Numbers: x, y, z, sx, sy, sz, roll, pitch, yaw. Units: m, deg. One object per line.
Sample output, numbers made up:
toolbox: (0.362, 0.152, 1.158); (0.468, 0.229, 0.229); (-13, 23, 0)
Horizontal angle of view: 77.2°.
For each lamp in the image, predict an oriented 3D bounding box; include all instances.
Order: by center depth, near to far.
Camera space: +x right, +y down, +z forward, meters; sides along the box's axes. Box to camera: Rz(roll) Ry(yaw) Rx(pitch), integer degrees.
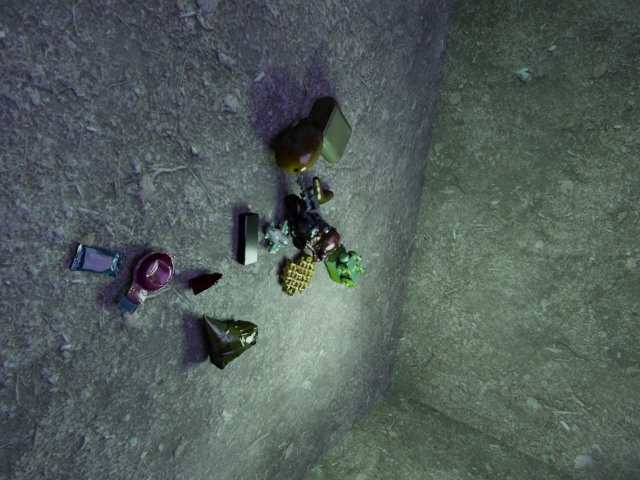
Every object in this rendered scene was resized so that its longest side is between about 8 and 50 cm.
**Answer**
lamp: (0.009, -0.005, 2.099); (0.215, 0.151, 0.223); (47, 42, -21)

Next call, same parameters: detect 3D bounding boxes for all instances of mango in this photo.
mango: (-0.085, -0.422, 1.764); (0.146, 0.193, 0.316); (93, 17, -57)

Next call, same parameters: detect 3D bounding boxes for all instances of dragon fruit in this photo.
dragon fruit: (-0.448, 0.172, 1.598); (0.131, 0.097, 0.063); (-49, 148, -64)

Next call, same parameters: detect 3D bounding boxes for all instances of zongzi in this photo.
zongzi: (-0.385, 0.376, 1.733); (0.251, 0.125, 0.274); (-32, 123, -45)

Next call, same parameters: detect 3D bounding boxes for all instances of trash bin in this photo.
trash bin: (0.044, -0.536, 1.968); (0.247, 0.121, 0.243); (34, 76, -60)

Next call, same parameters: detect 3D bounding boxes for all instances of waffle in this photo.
waffle: (-0.111, 0.167, 2.104); (0.253, 0.056, 0.249); (-48, 140, -30)

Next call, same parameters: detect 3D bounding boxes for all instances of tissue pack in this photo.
tissue pack: (-0.684, 0.064, 1.232); (0.138, 0.028, 0.085); (23, 82, -52)

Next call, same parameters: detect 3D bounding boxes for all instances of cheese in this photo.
cheese: (-0.590, 0.136, 1.370); (0.244, 0.062, 0.155); (-58, 143, -21)

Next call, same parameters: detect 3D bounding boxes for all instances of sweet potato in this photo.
sweet potato: (-0.006, -0.236, 2.027); (0.108, 0.079, 0.346); (-68, 165, -1)

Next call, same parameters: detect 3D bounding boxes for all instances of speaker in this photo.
speaker: (-0.314, -0.009, 1.733); (0.082, 0.044, 0.218); (-18, 118, -52)

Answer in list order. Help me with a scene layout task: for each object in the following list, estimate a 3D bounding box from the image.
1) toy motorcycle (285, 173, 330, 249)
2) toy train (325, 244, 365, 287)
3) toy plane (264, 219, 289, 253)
toy motorcycle: (-0.067, -0.140, 1.888); (0.134, 0.207, 0.401); (-49, 134, -58)
toy train: (0.139, 0.155, 2.351); (0.159, 0.188, 0.271); (-53, 145, -27)
toy plane: (-0.200, -0.018, 1.867); (0.174, 0.080, 0.174); (-33, 132, -47)
